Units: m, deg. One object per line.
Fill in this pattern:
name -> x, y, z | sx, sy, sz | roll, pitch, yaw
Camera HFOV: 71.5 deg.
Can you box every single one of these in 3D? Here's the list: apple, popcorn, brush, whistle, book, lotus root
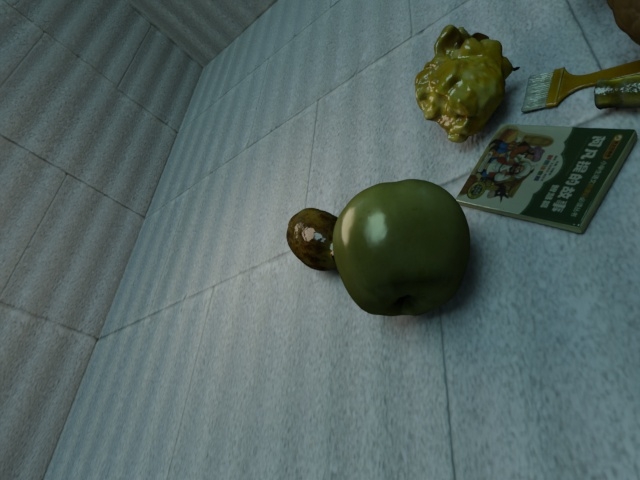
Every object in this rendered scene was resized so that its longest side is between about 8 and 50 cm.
apple -> 0.147, 0.014, 0.840 | 0.262, 0.262, 0.263 | -28, 43, 30
popcorn -> 0.315, -0.355, 1.016 | 0.254, 0.191, 0.190 | -61, 3, -14
brush -> 0.541, -0.320, 0.874 | 0.272, 0.013, 0.103 | -1, 61, 47
whistle -> 0.614, -0.246, 0.696 | 0.326, 0.057, 0.068 | 14, 71, 51
book -> 0.413, -0.131, 0.848 | 0.202, 0.027, 0.264 | -57, 36, -6
lotus root -> 0.000, 0.000, 1.111 | 0.260, 0.128, 0.145 | 34, 101, 59

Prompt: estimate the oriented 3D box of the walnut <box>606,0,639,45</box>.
walnut -> 0.598, -0.413, 0.674 | 0.285, 0.285, 0.296 | -51, 47, 2
